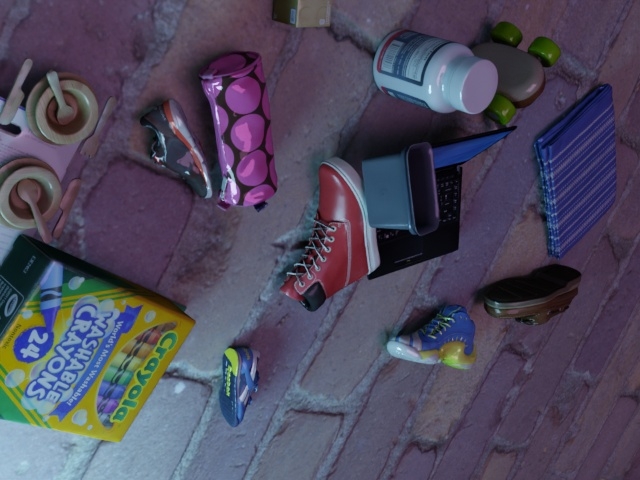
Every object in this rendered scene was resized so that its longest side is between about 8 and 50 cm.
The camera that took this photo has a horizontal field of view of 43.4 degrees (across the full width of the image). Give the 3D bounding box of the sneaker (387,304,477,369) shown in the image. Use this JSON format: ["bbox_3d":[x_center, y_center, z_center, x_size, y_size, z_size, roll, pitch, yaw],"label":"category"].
[{"bbox_3d":[0.224,0.181,1.587,0.240,0.091,0.126,16,82,-45],"label":"sneaker"}]

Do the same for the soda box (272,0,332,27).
[{"bbox_3d":[-0.019,-0.382,1.079,0.061,0.058,0.181,-13,120,-37],"label":"soda box"}]

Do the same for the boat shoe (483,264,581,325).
[{"bbox_3d":[0.463,0.137,1.742,0.307,0.110,0.104,-10,117,-38],"label":"boat shoe"}]

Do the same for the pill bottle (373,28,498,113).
[{"bbox_3d":[0.177,-0.254,1.232,0.108,0.180,0.108,-20,124,-33],"label":"pill bottle"}]

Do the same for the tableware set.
[{"bbox_3d":[-0.311,-0.098,0.918,0.128,0.039,0.194,21,96,-47],"label":"tableware set"}]

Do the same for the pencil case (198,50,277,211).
[{"bbox_3d":[-0.113,-0.147,1.096,0.098,0.095,0.209,-26,124,-30],"label":"pencil case"}]

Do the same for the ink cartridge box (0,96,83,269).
[{"bbox_3d":[-0.402,-0.070,0.908,0.206,0.045,0.208,26,93,-47],"label":"ink cartridge box"}]

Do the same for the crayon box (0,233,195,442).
[{"bbox_3d":[-0.303,0.144,1.052,0.203,0.083,0.323,-58,145,-2],"label":"crayon box"}]

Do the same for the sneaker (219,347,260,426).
[{"bbox_3d":[-0.127,0.239,1.310,0.059,0.053,0.144,-10,119,-41],"label":"sneaker"}]

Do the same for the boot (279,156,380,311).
[{"bbox_3d":[0.000,0.000,1.279,0.176,0.088,0.244,-34,134,-22],"label":"boot"}]

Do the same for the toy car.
[{"bbox_3d":[0.333,-0.256,1.412,0.155,0.149,0.188,-52,147,-5],"label":"toy car"}]

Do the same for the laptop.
[{"bbox_3d":[0.208,-0.063,1.389,0.234,0.136,0.264,-16,115,-35],"label":"laptop"}]

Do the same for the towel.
[{"bbox_3d":[0.559,-0.145,1.742,0.243,0.040,0.336,-40,135,-21],"label":"towel"}]

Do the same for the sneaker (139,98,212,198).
[{"bbox_3d":[-0.193,-0.117,1.077,0.065,0.061,0.158,-21,128,1],"label":"sneaker"}]

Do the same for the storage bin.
[{"bbox_3d":[0.122,-0.078,1.227,0.098,0.091,0.135,-19,105,-54],"label":"storage bin"}]
